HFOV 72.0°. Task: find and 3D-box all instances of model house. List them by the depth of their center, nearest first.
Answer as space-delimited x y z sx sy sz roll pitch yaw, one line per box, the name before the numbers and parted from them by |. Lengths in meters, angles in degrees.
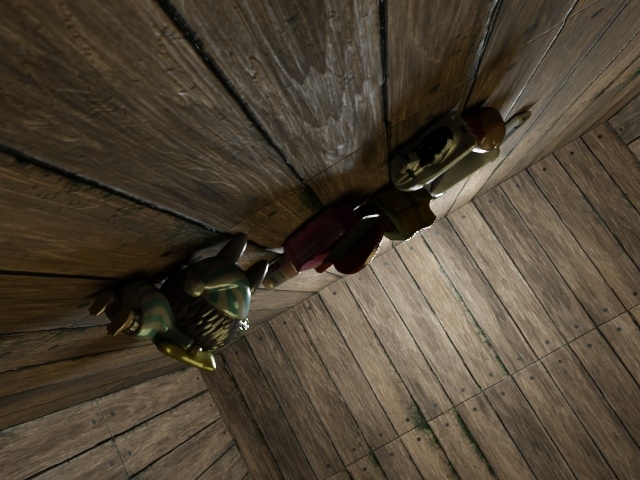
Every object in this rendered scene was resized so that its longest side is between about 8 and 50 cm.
model house | 0.327 -0.119 1.681 0.239 0.268 0.173 -28 149 -19

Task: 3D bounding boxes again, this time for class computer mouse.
computer mouse | 0.531 -0.288 1.678 0.297 0.121 0.184 -33 -179 31

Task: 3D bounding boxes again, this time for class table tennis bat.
table tennis bat | 0.104 0.019 1.681 0.051 0.268 0.415 21 141 -27

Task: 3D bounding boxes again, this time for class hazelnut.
hazelnut | 0.483 -0.339 1.347 0.154 0.143 0.143 -15 163 -29

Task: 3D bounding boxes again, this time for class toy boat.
toy boat | 0.307 -0.247 1.271 0.270 0.140 0.141 -33 169 23

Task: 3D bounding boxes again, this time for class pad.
pad | 0.113 -0.007 1.504 0.243 0.004 0.164 -49 159 29

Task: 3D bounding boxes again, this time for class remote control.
remote control | 0.740 -0.414 1.833 0.109 0.055 0.313 -24 167 -31

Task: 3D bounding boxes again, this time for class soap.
soap | 0.000 0.000 1.585 0.325 0.127 0.220 -37 165 34

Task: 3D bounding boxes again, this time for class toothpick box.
toothpick box | -0.163 0.127 1.783 0.149 0.098 0.098 -33 169 14

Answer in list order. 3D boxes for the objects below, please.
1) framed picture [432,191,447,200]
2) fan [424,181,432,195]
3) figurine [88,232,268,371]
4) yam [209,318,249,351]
framed picture | 0.438 -0.159 2.105 0.324 0.020 0.240 -32 -174 8
fan | 0.435 -0.211 1.921 0.244 0.074 0.130 -25 180 2
figurine | -0.344 0.118 1.200 0.377 0.266 0.361 -60 144 -11
yam | -0.442 0.354 1.850 0.300 0.195 0.195 -35 168 25
